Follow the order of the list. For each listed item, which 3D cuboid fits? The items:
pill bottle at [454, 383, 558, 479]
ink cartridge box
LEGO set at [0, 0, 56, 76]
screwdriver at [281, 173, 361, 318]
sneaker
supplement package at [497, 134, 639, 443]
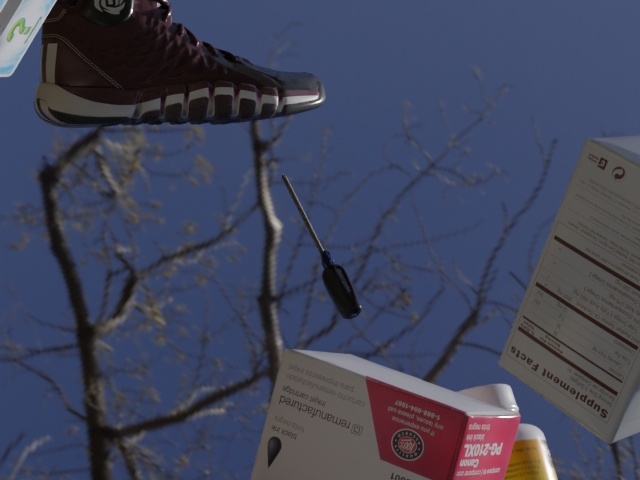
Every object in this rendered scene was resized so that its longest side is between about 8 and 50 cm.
[{"bbox_3d":[0.159,0.242,1.121,0.117,0.117,0.215,-23,-112,23],"label":"pill bottle"},{"bbox_3d":[0.033,0.222,0.980,0.172,0.100,0.237,16,-87,34],"label":"ink cartridge box"},{"bbox_3d":[-0.246,-0.056,0.775,0.060,0.182,0.244,37,-76,6],"label":"LEGO set"},{"bbox_3d":[0.000,0.000,1.118,0.025,0.024,0.170,-19,-125,-4],"label":"screwdriver"},{"bbox_3d":[-0.124,-0.189,1.159,0.106,0.281,0.162,2,-84,61],"label":"sneaker"},{"bbox_3d":[0.216,0.029,0.862,0.105,0.105,0.179,35,-61,36],"label":"supplement package"}]
